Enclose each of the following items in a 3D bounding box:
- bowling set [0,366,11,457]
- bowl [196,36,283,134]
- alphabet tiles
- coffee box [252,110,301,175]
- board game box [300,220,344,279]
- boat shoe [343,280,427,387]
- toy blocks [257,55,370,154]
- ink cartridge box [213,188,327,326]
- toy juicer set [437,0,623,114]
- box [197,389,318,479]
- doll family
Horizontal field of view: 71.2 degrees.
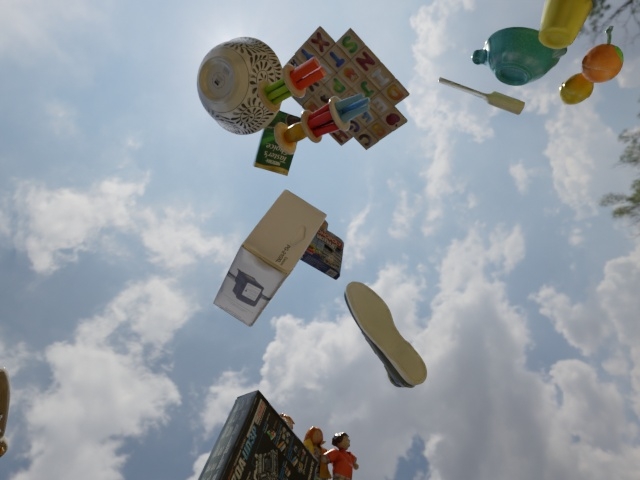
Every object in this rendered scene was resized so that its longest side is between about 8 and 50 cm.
[{"bbox_3d":[-0.684,0.300,0.779,0.200,0.287,0.154,1,-94,-46],"label":"bowling set"},{"bbox_3d":[-0.154,-0.269,0.766,0.080,0.170,0.170,-23,-83,-64],"label":"bowl"},{"bbox_3d":[0.069,-0.408,1.241,0.343,0.285,0.011,41,-130,-19],"label":"alphabet tiles"},{"bbox_3d":[-0.127,-0.297,1.354,0.113,0.040,0.184,15,-77,-20],"label":"coffee box"},{"bbox_3d":[0.000,0.000,1.439,0.194,0.060,0.194,31,-138,-19],"label":"board game box"},{"bbox_3d":[0.153,0.259,1.208,0.116,0.099,0.319,-28,-103,-41],"label":"boat shoe"},{"bbox_3d":[-0.008,-0.209,0.656,0.054,0.148,0.123,-33,-76,-60],"label":"toy blocks"},{"bbox_3d":[-0.103,0.039,0.879,0.100,0.237,0.172,33,-130,-3],"label":"ink cartridge box"},{"bbox_3d":[0.402,-0.328,0.841,0.209,0.329,0.089,24,-96,-17],"label":"toy juicer set"},{"bbox_3d":[-0.088,0.355,0.631,0.175,0.051,0.220,55,-156,-17],"label":"box"},{"bbox_3d":[-0.044,0.431,0.879,0.263,0.118,0.163,30,-141,-34],"label":"doll family"}]
